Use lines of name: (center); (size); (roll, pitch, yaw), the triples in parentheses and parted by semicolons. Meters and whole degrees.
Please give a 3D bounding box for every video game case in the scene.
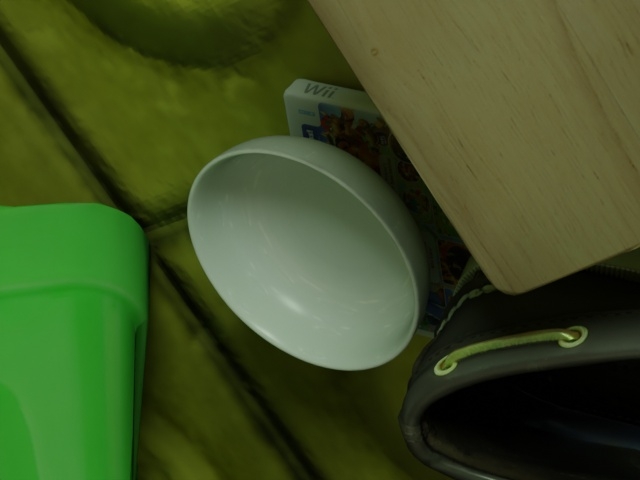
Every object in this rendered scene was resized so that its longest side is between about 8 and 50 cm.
video game case: (0.048, -0.001, 0.554); (0.122, 0.011, 0.087); (14, 133, 29)

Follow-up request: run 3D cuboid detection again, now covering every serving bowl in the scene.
serving bowl: (0.000, 0.000, 0.561); (0.083, 0.027, 0.083); (21, 135, 23)

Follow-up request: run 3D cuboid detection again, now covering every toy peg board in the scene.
toy peg board: (0.076, -0.095, 0.416); (0.160, 0.079, 0.161); (-24, 109, 31)

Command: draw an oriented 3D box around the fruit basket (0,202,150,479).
fruit basket: (-0.219, 0.112, 0.733); (0.392, 0.283, 0.392); (173, 90, -74)

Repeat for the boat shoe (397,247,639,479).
boat shoe: (0.132, 0.050, 0.477); (0.228, 0.068, 0.081); (5, 128, 28)
